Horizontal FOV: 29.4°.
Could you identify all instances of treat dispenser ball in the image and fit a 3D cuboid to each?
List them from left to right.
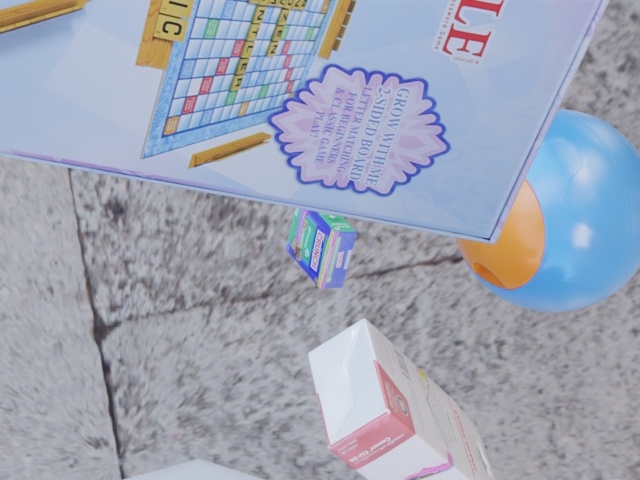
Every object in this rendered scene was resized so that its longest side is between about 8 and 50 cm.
[{"bbox_3d":[0.330,-0.043,1.727,0.288,0.288,0.288,2,80,-9],"label":"treat dispenser ball"}]

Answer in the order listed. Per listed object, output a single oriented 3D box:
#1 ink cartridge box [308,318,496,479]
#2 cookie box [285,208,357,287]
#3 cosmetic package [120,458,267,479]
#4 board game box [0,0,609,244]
[{"bbox_3d":[0.079,0.172,1.073,0.067,0.115,0.198,-34,127,16],"label":"ink cartridge box"},{"bbox_3d":[0.000,0.000,1.666,0.040,0.107,0.092,-3,121,-31],"label":"cookie box"},{"bbox_3d":[-0.131,0.522,1.496,0.161,0.230,0.453,-10,99,-39],"label":"cosmetic package"},{"bbox_3d":[-0.052,-0.150,0.344,0.318,0.319,0.066,10,46,-8],"label":"board game box"}]
